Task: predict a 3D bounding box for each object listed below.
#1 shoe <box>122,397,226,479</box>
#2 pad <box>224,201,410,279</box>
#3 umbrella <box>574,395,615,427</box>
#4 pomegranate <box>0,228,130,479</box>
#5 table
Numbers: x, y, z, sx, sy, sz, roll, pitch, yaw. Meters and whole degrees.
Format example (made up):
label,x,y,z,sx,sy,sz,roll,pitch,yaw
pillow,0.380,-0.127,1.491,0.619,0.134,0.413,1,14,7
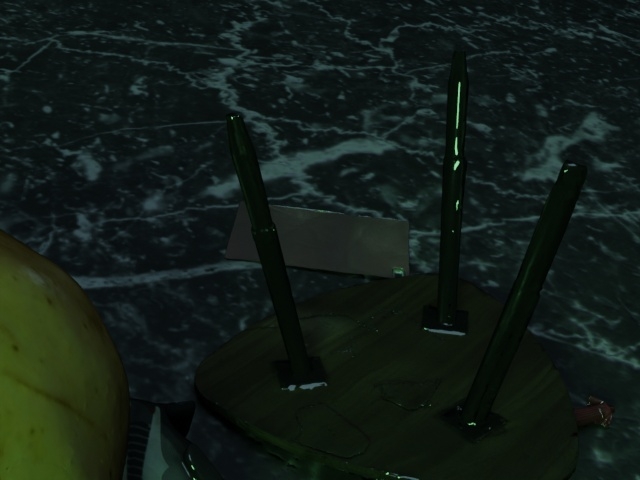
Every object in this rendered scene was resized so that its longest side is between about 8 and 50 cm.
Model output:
label,x,y,z,sx,sy,sz,roll,pitch,yaw
shoe,-0.111,0.177,0.681,0.112,0.099,0.227,-3,33,-29
pad,0.000,0.000,1.051,0.187,0.006,0.113,7,34,1
umbrella,0.179,0.156,0.835,0.165,0.025,0.027,-7,17,-26
pomegranate,-0.260,0.140,0.541,0.338,0.338,0.338,6,33,-4
table,0.086,0.014,0.791,0.317,0.249,0.317,2,28,-1
